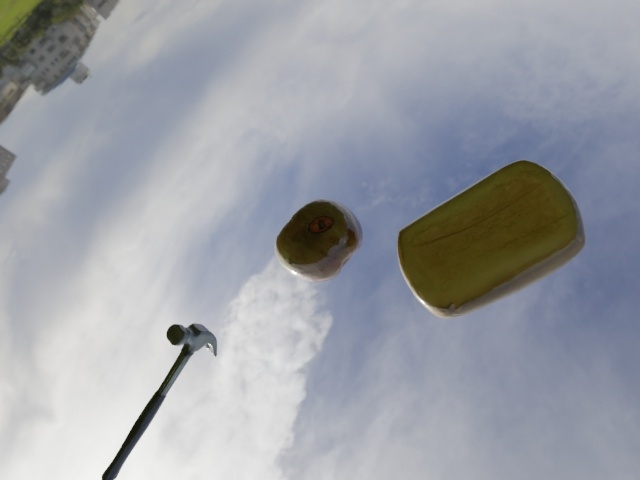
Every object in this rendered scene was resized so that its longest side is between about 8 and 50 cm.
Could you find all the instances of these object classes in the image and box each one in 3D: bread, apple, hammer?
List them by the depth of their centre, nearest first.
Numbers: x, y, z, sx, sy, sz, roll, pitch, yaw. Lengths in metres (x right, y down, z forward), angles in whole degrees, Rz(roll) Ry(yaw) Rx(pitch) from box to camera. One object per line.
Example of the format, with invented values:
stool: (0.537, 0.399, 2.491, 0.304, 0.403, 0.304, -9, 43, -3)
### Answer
bread: (0.206, 0.004, 0.563, 0.217, 0.098, 0.148, -27, -115, 16)
hammer: (-0.225, 0.225, 0.623, 0.029, 0.103, 0.247, 32, -88, 25)
apple: (-0.001, 0.002, 0.641, 0.126, 0.102, 0.126, -50, 177, -3)
